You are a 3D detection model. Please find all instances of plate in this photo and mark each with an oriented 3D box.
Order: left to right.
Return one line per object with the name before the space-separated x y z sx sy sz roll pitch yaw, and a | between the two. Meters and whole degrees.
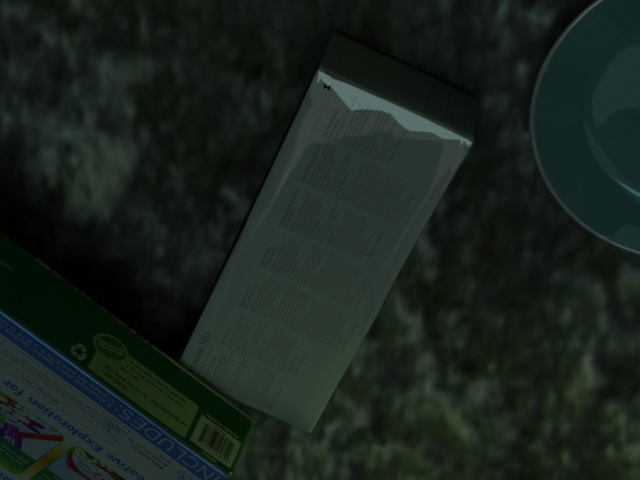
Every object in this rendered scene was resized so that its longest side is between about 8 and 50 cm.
plate | 0.214 -0.072 0.842 0.188 0.024 0.188 4 121 7

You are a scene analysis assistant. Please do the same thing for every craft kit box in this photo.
craft kit box | -0.210 0.111 0.970 0.250 0.061 0.246 39 132 -15

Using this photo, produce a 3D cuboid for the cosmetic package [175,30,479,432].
cosmetic package | 0.000 0.000 0.898 0.098 0.060 0.239 24 122 -7
